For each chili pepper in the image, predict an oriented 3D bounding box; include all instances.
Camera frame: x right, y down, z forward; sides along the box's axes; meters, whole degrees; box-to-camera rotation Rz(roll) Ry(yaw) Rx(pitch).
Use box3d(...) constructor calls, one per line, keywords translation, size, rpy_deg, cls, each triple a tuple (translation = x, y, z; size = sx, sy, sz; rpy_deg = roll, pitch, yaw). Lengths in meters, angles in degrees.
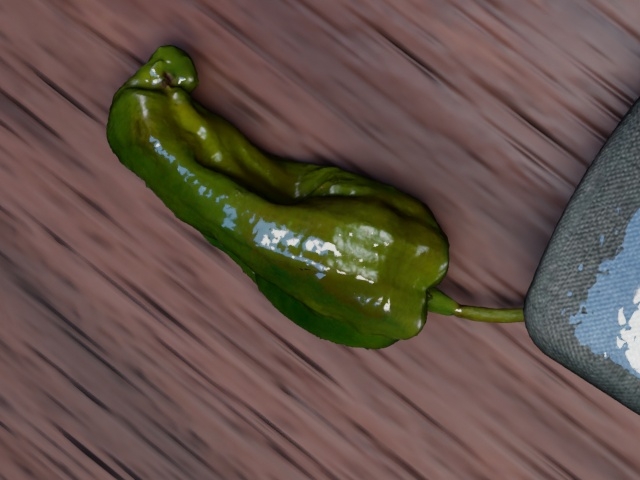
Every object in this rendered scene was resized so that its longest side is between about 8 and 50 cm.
box3d(translation=(0.000, -0.001, 0.611), size=(0.204, 0.072, 0.073), rpy_deg=(32, 105, 9), cls="chili pepper")

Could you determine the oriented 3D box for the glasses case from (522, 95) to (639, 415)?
box3d(translation=(0.234, 0.062, 0.549), size=(0.323, 0.074, 0.131), rpy_deg=(32, 98, 9), cls="glasses case")
